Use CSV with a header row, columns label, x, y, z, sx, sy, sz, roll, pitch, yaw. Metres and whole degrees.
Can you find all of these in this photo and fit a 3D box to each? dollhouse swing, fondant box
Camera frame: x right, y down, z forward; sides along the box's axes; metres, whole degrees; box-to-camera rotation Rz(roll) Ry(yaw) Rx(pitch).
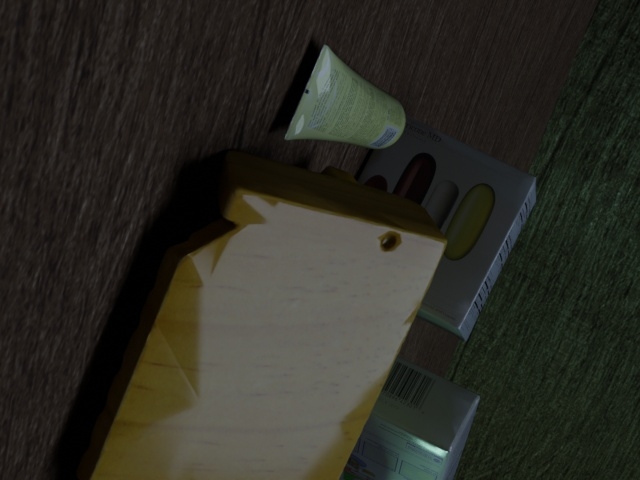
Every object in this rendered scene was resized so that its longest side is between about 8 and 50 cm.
label,x,y,z,sx,sy,sz,roll,pitch,yaw
dollhouse swing,-0.092,0.076,1.342,0.315,0.305,0.347,14,108,-35
fondant box,0.073,0.262,1.994,0.096,0.238,0.330,-58,167,-28

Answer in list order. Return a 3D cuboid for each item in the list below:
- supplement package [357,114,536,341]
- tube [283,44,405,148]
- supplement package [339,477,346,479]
label,x,y,z,sx,sy,sz,roll,pitch,yaw
supplement package,0.134,-0.015,1.766,0.203,0.194,0.149,-63,169,-5
tube,0.023,-0.131,1.410,0.240,0.062,0.070,3,70,-72
supplement package,-0.064,0.460,1.981,0.293,0.177,0.175,-56,166,-27
